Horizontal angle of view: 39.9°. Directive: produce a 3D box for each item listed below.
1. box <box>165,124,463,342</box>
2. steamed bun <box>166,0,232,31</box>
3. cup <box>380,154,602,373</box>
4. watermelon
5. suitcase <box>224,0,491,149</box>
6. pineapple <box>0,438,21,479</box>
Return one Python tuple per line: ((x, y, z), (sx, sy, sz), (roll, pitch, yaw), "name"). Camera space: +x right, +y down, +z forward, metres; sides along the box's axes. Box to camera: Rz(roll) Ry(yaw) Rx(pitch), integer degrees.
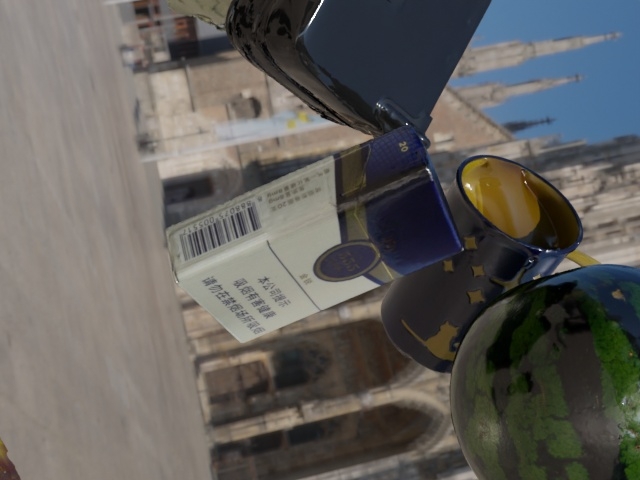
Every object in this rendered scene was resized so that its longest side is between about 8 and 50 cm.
((0.000, 0.000, 0.862), (0.168, 0.259, 0.071), (54, 17, -56), "box")
((-0.095, -0.468, 1.360), (0.233, 0.333, 0.312), (131, -19, -59), "steamed bun")
((0.228, 0.068, 1.143), (0.255, 0.178, 0.256), (43, -50, 21), "cup")
((0.275, 0.159, 0.897), (0.285, 0.285, 0.285), (168, -90, -81), "watermelon")
((0.072, -0.323, 1.107), (0.188, 0.345, 0.339), (29, -1, 38), "suitcase")
((-0.406, 0.259, 0.939), (0.114, 0.186, 0.237), (16, 77, -71), "pineapple")
